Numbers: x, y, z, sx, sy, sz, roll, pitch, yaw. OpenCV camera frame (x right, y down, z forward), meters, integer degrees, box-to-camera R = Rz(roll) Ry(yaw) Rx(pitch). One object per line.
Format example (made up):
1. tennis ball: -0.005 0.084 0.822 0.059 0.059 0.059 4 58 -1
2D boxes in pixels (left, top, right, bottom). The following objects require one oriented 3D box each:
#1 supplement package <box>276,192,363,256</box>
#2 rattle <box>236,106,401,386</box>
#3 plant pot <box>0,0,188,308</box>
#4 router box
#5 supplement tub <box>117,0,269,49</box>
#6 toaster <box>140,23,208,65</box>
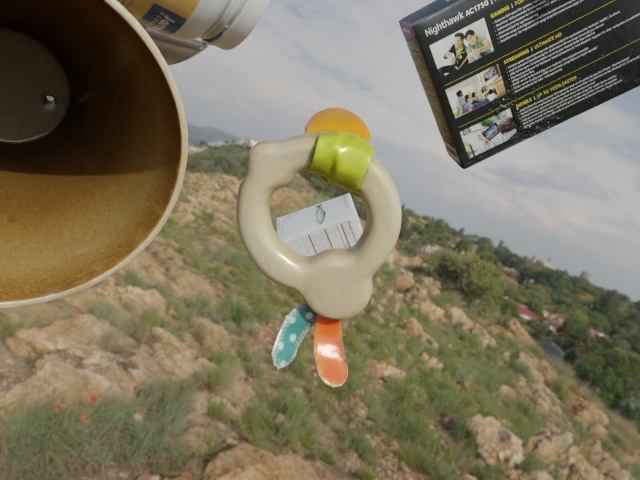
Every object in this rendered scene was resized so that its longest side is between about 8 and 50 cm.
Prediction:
1. supplement package: 0.002 -0.013 1.080 0.105 0.180 0.105 -98 167 -58
2. rattle: 0.000 0.000 0.420 0.130 0.199 0.142 -13 24 -7
3. plant pot: -0.263 -0.107 0.406 0.237 0.237 0.254 17 13 -36
4. router box: 0.174 -0.158 0.400 0.133 0.179 0.046 61 8 -28
5. supplement tub: -0.146 -0.260 0.404 0.200 0.144 0.144 15 10 -38
6. toaster: -0.299 -0.401 0.883 0.227 0.128 0.147 0 1 43
